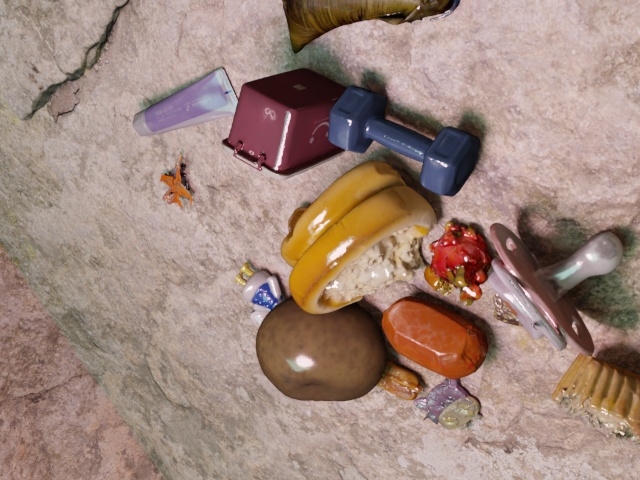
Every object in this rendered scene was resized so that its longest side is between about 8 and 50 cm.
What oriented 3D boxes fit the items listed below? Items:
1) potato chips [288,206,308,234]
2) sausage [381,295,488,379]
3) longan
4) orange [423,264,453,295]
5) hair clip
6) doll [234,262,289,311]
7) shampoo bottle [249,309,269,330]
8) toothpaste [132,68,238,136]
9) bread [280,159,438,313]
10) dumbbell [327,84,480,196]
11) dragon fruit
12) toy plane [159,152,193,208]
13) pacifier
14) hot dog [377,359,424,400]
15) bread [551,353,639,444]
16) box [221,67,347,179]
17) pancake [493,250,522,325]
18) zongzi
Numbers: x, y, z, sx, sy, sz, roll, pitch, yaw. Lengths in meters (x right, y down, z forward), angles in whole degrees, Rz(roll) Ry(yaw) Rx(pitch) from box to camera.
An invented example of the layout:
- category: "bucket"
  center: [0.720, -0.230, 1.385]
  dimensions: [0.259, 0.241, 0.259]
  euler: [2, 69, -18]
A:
- category: "potato chips"
  center: [0.000, 0.000, 2.157]
  dimensions: [0.202, 0.049, 0.150]
  euler: [43, 130, 9]
- category: "sausage"
  center: [0.272, 0.233, 1.994]
  dimensions: [0.268, 0.153, 0.141]
  euler: [25, 161, 27]
- category: "longan"
  center: [0.003, 0.284, 2.160]
  dimensions: [0.350, 0.288, 0.288]
  euler: [9, 126, 12]
- category: "orange"
  center: [0.285, 0.087, 1.945]
  dimensions: [0.086, 0.086, 0.062]
  euler: [41, 97, 13]
- category: "hair clip"
  center: [0.336, 0.438, 2.157]
  dimensions: [0.146, 0.056, 0.187]
  euler: [43, 135, 1]
- category: "doll"
  center: [-0.129, 0.180, 2.359]
  dimensions: [0.293, 0.119, 0.138]
  euler: [41, 121, 20]
- category: "shampoo bottle"
  center: [-0.137, 0.282, 2.458]
  dimensions: [0.074, 0.074, 0.192]
  euler: [-25, 100, 48]
- category: "toothpaste"
  center: [-0.369, -0.356, 2.229]
  dimensions: [0.371, 0.080, 0.125]
  euler: [-11, 109, 40]
- category: "bread"
  center: [0.088, 0.000, 1.962]
  dimensions: [0.424, 0.329, 0.245]
  euler: [-52, 44, 43]
- category: "dumbbell"
  center: [0.177, -0.217, 1.776]
  dimensions: [0.325, 0.160, 0.144]
  euler: [30, 105, 25]
- category: "dragon fruit"
  center: [0.319, 0.058, 1.847]
  dimensions: [0.150, 0.207, 0.133]
  euler: [-5, 142, -1]
- category: "toy plane"
  center: [-0.415, -0.181, 2.408]
  dimensions: [0.135, 0.062, 0.188]
  euler: [34, 122, 20]
- category: "pacifier"
  center: [0.472, 0.085, 1.678]
  dimensions: [0.332, 0.273, 0.220]
  euler: [51, 165, -1]
- category: "hot dog"
  center: [0.183, 0.365, 2.236]
  dimensions: [0.236, 0.062, 0.092]
  euler: [24, 130, 32]
- category: "bread"
  center: [0.629, 0.344, 1.722]
  dimensions: [0.274, 0.149, 0.274]
  euler: [26, 177, 1]
- category: "box"
  center: [-0.066, -0.274, 1.860]
  dimensions: [0.193, 0.294, 0.167]
  euler: [29, 123, 23]
- category: "pancake"
  center: [0.435, 0.115, 1.868]
  dimensions: [0.184, 0.020, 0.190]
  euler: [46, 137, 7]
- category: "zongzi"
  center: [0.096, -0.480, 1.666]
  dimensions: [0.404, 0.207, 0.432]
  euler: [24, 150, 15]
